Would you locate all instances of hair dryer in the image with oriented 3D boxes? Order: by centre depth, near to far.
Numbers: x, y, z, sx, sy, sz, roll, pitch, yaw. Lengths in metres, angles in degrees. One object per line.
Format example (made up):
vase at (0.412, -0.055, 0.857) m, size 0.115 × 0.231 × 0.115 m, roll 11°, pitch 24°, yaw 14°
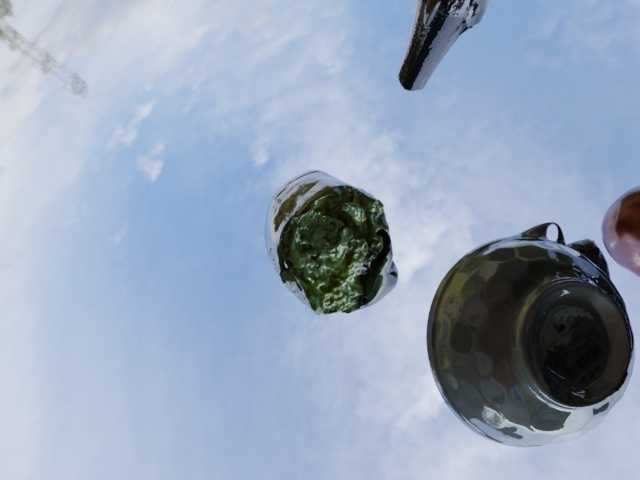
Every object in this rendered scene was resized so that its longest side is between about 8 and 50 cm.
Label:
hair dryer at (0.120, -0.456, 1.016) m, size 0.120 × 0.304 × 0.359 m, roll -38°, pitch -102°, yaw -27°

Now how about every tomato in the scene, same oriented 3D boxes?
tomato at (0.536, -0.009, 0.914) m, size 0.136 × 0.195 × 0.195 m, roll -51°, pitch -140°, yaw -7°

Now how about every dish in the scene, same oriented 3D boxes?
dish at (0.282, 0.121, 0.733) m, size 0.303 × 0.303 × 0.120 m, roll -63°, pitch -171°, yaw -12°

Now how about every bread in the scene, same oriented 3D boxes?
bread at (0.000, 0.000, 1.172) m, size 0.208 × 0.251 × 0.376 m, roll -16°, pitch -163°, yaw -8°

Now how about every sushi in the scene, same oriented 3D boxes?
sushi at (0.524, 0.083, 1.284) m, size 0.127 × 0.225 × 0.124 m, roll -18°, pitch -111°, yaw 3°
